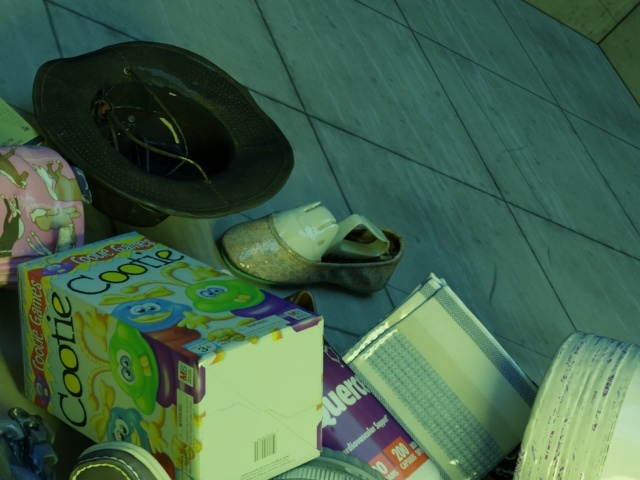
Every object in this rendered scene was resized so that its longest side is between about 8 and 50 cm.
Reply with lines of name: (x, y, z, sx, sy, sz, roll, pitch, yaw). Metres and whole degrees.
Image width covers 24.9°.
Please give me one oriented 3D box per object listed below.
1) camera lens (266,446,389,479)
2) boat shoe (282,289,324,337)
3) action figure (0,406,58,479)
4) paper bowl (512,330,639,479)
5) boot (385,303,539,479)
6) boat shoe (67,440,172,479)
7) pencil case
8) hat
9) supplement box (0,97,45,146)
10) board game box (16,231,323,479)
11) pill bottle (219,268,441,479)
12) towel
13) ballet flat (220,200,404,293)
camera lens: (-0.020, 0.328, 1.258, 0.219, 0.219, 0.274, 40, 18, -9)
boat shoe: (-0.029, 0.126, 1.752, 0.064, 0.060, 0.178, 31, 29, -25)
action figure: (-0.320, 0.204, 1.171, 0.330, 0.178, 0.341, 49, 0, -6)
paper bowl: (0.312, 0.250, 1.578, 0.148, 0.284, 0.284, 12, 17, 21)
boot: (0.214, 0.208, 1.778, 0.377, 0.138, 0.284, 45, 0, 9)
boat shoe: (-0.141, 0.295, 1.085, 0.092, 0.102, 0.285, -11, 93, -78)
pencil case: (-0.386, -0.013, 1.339, 0.386, 0.167, 0.160, -3, 86, -56)
hat: (-0.202, -0.098, 1.755, 0.331, 0.134, 0.331, 18, 36, -14)
supplement box: (-0.369, -0.111, 1.618, 0.083, 0.056, 0.083, 43, 26, -1)
board game box: (-0.142, 0.107, 1.328, 0.144, 0.142, 0.275, -18, 28, -40)
pill bottle: (-0.038, 0.189, 1.506, 0.323, 0.181, 0.181, 48, 26, 8)
towel: (0.093, 0.200, 1.613, 0.209, 0.285, 0.034, 48, -8, 10)
ballet flat: (0.000, 0.000, 1.928, 0.316, 0.106, 0.108, 7, 44, -51)
